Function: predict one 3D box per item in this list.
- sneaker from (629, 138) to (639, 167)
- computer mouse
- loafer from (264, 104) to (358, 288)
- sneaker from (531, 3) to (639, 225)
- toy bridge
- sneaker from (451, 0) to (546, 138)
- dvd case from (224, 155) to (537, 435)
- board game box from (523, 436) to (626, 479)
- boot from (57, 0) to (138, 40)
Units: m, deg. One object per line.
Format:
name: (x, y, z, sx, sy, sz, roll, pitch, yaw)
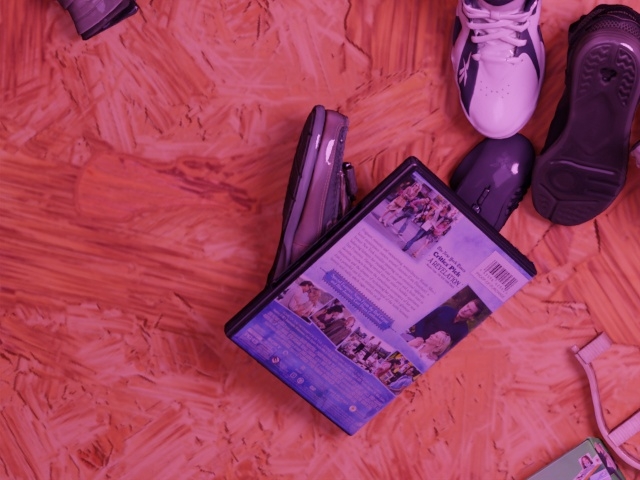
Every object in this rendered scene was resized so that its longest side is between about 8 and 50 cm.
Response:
sneaker: (0.415, -0.101, 1.710, 0.283, 0.110, 0.122, -30, 95, 36)
computer mouse: (0.130, 0.000, 1.898, 0.071, 0.041, 0.242, 32, 105, 7)
loafer: (0.000, 0.000, 1.917, 0.084, 0.096, 0.268, 12, 109, -7)
sneaker: (0.256, -0.124, 1.831, 0.087, 0.130, 0.228, 14, 129, 7)
toy bridge: (0.301, 0.174, 1.887, 0.063, 0.026, 0.188, -40, 87, 18)
sneaker: (0.159, -0.208, 1.796, 0.094, 0.153, 0.235, 13, 99, 14)
dvd case: (0.057, 0.056, 1.884, 0.253, 0.022, 0.180, -42, 116, 15)
board game box: (0.191, 0.364, 1.901, 0.317, 0.046, 0.213, -36, 69, 17)
boot: (-0.273, -0.260, 1.946, 0.246, 0.083, 0.161, -34, 95, 18)
